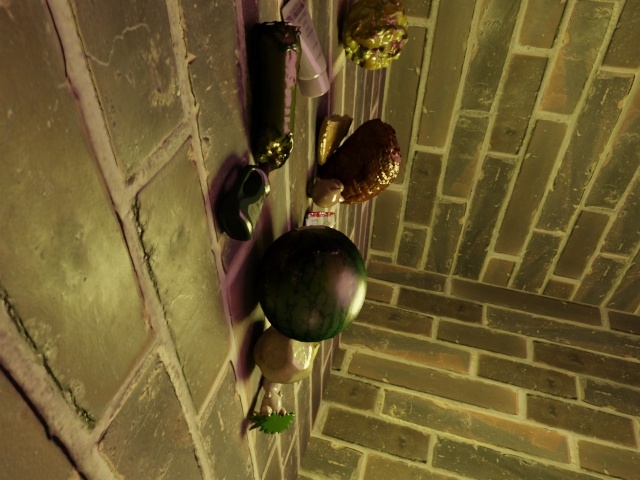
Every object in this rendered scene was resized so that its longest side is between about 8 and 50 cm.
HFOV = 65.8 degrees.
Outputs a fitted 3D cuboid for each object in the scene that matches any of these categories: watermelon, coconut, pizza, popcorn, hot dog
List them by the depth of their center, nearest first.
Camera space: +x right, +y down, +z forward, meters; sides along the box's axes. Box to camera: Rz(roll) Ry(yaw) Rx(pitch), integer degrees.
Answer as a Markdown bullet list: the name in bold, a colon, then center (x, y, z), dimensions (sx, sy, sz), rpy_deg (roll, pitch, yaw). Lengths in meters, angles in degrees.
- **watermelon**: center (-0.023, 0.132, 1.505), dimensions (0.363, 0.364, 0.362), rpy_deg (12, 90, -78)
- **coconut**: center (-0.117, 0.369, 1.635), dimensions (0.224, 0.224, 0.224), rpy_deg (12, 90, -78)
- **popcorn**: center (0.211, -0.795, 1.915), dimensions (0.282, 0.282, 0.246), rpy_deg (79, 4, -62)
- **pizza**: center (0.032, -0.403, 1.922), dimensions (0.188, 0.081, 0.204), rpy_deg (-34, 151, -51)
- **hot dog**: center (0.165, -0.309, 1.953), dimensions (0.174, 0.266, 0.388), rpy_deg (-8, 157, -46)

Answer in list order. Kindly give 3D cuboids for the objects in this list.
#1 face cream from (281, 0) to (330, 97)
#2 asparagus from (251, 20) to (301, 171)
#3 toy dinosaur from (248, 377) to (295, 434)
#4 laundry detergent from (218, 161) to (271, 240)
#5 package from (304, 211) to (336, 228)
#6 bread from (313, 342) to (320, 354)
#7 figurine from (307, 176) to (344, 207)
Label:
- **face cream**: center (-0.046, -0.544, 1.390), dimensions (0.273, 0.096, 0.154), rpy_deg (71, 33, -43)
- **asparagus**: center (-0.110, -0.326, 1.194), dimensions (0.108, 0.128, 0.381), rpy_deg (-17, 127, -35)
- **toy dinosaur**: center (-0.193, 0.585, 1.758), dimensions (0.177, 0.152, 0.194), rpy_deg (47, -54, 55)
- **laundry detergent**: center (-0.170, -0.117, 1.198), dimensions (0.144, 0.078, 0.221), rpy_deg (78, 26, -54)
- **package**: center (0.000, 0.000, 1.983), dimensions (0.166, 0.040, 0.231), rpy_deg (-2, 98, -42)
- **bread**: center (-0.095, 0.476, 2.023), dimensions (0.260, 0.129, 0.133), rpy_deg (-9, 117, -77)
- **figurine**: center (0.022, -0.186, 1.910), dimensions (0.125, 0.138, 0.125), rpy_deg (5, 90, -79)
